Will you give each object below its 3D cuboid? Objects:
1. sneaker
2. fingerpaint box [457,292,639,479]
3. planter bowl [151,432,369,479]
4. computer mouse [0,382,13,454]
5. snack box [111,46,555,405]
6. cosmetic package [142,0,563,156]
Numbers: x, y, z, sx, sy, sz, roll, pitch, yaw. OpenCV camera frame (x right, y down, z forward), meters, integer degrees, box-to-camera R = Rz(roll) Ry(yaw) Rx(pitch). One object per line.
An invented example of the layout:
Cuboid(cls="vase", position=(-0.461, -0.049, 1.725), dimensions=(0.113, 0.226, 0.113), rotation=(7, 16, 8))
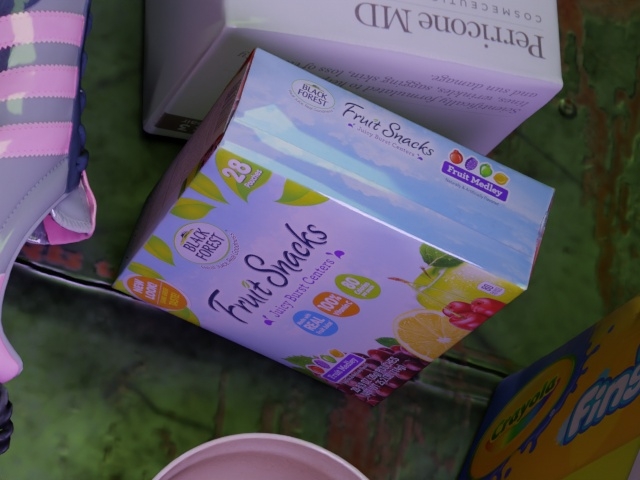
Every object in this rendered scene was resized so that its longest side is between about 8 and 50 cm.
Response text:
Cuboid(cls="sneaker", position=(-0.171, -0.067, 1.092), dimensions=(0.131, 0.112, 0.319), rotation=(34, 65, -23))
Cuboid(cls="fingerpaint box", position=(0.183, 0.187, 0.918), dimensions=(0.163, 0.445, 0.371), rotation=(30, 60, -9))
Cuboid(cls="planter bowl", position=(-0.043, 0.192, 1.019), dimensions=(0.162, 0.109, 0.162), rotation=(8, 66, -19))
Cuboid(cls="computer mouse", position=(-0.224, 0.198, 0.947), dimensions=(0.188, 0.072, 0.272), rotation=(-10, 74, -9))
Cuboid(cls="snack box", position=(0.000, 0.000, 1.061), dimensions=(0.174, 0.207, 0.070), rotation=(25, 61, -11))
Cuboid(cls="cosmetic package", position=(0.013, -0.246, 1.202), dimensions=(0.217, 0.156, 0.385), rotation=(6, 65, -22))
